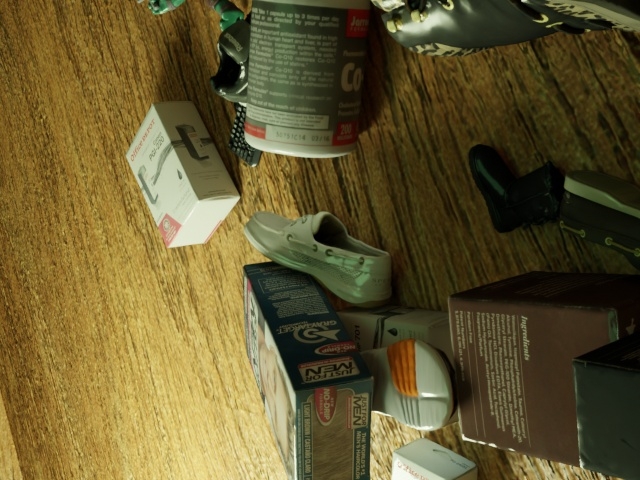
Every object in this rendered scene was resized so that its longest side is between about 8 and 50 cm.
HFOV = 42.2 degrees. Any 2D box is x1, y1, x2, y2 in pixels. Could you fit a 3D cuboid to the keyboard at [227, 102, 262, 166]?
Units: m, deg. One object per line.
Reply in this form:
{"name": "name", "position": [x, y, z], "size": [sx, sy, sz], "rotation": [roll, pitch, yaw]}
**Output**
{"name": "keyboard", "position": [-0.118, -0.222, 1.371], "size": [0.108, 0.023, 0.180], "rotation": [45, 128, 35]}

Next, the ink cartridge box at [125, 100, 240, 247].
{"name": "ink cartridge box", "position": [-0.253, -0.120, 1.499], "size": [0.158, 0.092, 0.218], "rotation": [-48, 61, 43]}

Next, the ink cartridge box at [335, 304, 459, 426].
{"name": "ink cartridge box", "position": [0.109, 0.166, 1.143], "size": [0.190, 0.082, 0.140], "rotation": [2, 100, 49]}

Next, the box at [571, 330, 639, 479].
{"name": "box", "position": [0.364, 0.126, 0.693], "size": [0.184, 0.261, 0.103], "rotation": [-1, 97, 50]}

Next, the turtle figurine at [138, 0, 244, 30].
{"name": "turtle figurine", "position": [-0.214, -0.449, 1.362], "size": [0.234, 0.118, 0.175], "rotation": [35, 140, 22]}

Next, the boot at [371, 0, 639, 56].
{"name": "boot", "position": [0.144, -0.273, 0.800], "size": [0.284, 0.377, 0.138], "rotation": [7, 90, 55]}

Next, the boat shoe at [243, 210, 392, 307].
{"name": "boat shoe", "position": [0.000, 0.000, 1.229], "size": [0.277, 0.098, 0.096], "rotation": [26, 118, 33]}

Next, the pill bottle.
{"name": "pill bottle", "position": [-0.017, -0.267, 1.134], "size": [0.161, 0.161, 0.283], "rotation": [24, 116, 45]}

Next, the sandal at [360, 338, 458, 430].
{"name": "sandal", "position": [0.116, 0.171, 1.023], "size": [0.265, 0.076, 0.102], "rotation": [166, 107, -71]}

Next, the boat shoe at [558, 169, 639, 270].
{"name": "boat shoe", "position": [0.338, -0.002, 0.842], "size": [0.228, 0.081, 0.069], "rotation": [38, 128, 47]}

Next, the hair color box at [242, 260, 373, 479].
{"name": "hair color box", "position": [-0.028, 0.176, 1.169], "size": [0.347, 0.105, 0.174], "rotation": [-123, 29, -61]}

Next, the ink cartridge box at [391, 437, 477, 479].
{"name": "ink cartridge box", "position": [0.153, 0.366, 1.147], "size": [0.109, 0.063, 0.150], "rotation": [16, 110, 47]}

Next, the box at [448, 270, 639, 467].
{"name": "box", "position": [0.268, 0.128, 0.878], "size": [0.203, 0.168, 0.167], "rotation": [1, 98, 50]}

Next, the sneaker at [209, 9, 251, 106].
{"name": "sneaker", "position": [-0.097, -0.306, 1.247], "size": [0.078, 0.106, 0.234], "rotation": [42, 118, 28]}

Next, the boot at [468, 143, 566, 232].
{"name": "boot", "position": [0.234, -0.068, 0.972], "size": [0.099, 0.045, 0.121], "rotation": [-21, 89, 52]}
